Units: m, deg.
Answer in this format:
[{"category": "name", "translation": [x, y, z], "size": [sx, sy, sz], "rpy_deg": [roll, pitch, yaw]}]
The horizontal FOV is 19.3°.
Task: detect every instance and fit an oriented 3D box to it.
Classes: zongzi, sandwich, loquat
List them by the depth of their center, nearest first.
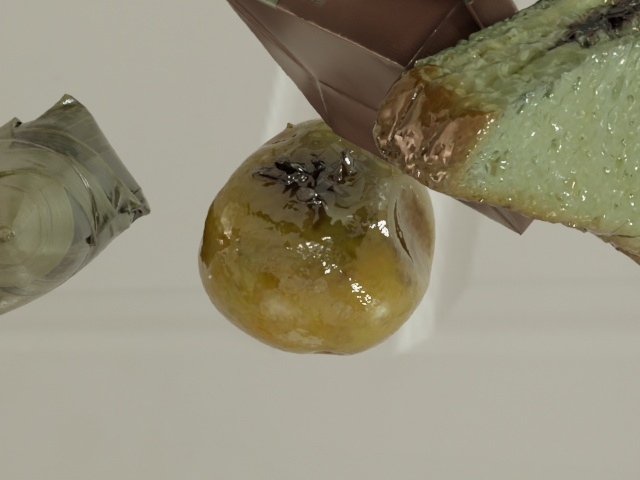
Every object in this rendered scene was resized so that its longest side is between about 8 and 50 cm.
[{"category": "sandwich", "translation": [0.201, -0.106, 1.124], "size": [0.288, 0.099, 0.254], "rpy_deg": [18, 112, -39]}, {"category": "loquat", "translation": [0.005, -0.002, 1.615], "size": [0.213, 0.213, 0.213], "rpy_deg": [3, 86, -47]}, {"category": "zongzi", "translation": [-0.330, 0.015, 1.675], "size": [0.154, 0.289, 0.317], "rpy_deg": [55, 17, -4]}]

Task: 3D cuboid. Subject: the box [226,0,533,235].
[{"category": "box", "translation": [0.053, -0.123, 1.252], "size": [0.086, 0.215, 0.215], "rpy_deg": [-52, 139, -10]}]
